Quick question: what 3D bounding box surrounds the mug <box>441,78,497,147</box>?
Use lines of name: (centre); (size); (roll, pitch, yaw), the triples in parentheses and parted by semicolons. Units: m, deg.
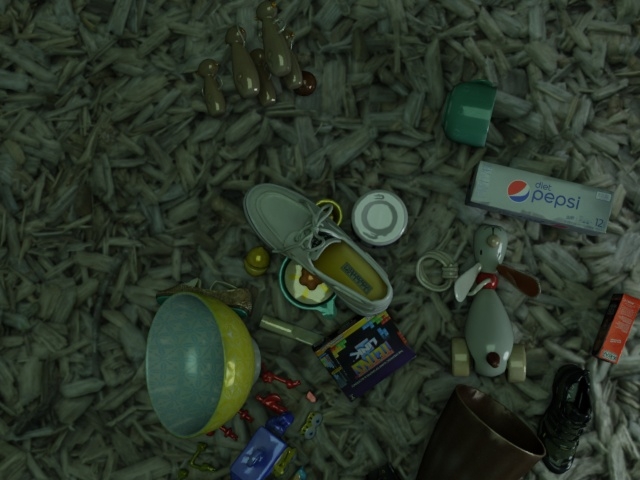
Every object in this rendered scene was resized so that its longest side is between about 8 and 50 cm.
mug: (0.309, -0.268, 1.958); (0.097, 0.158, 0.129); (12, 109, 8)

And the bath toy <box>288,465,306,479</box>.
bath toy: (0.052, 0.616, 1.894); (0.348, 0.151, 0.129); (41, 60, 1)

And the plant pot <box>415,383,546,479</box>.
plant pot: (0.294, 0.446, 1.873); (0.215, 0.215, 0.230); (35, 101, 3)

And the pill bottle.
pill bottle: (0.117, -0.039, 1.905); (0.112, 0.186, 0.112); (0, 86, 1)

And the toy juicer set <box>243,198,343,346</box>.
toy juicer set: (-0.057, 0.079, 1.949); (0.209, 0.089, 0.329); (0, 86, 1)

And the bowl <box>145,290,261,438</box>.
bowl: (-0.216, 0.247, 1.892); (0.156, 0.289, 0.289); (3, 84, -42)

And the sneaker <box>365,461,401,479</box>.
sneaker: (0.110, 0.525, 1.862); (0.083, 0.222, 0.118); (-34, 79, 23)

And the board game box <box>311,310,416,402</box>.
board game box: (0.090, 0.228, 1.935); (0.170, 0.048, 0.141); (-36, 105, -1)

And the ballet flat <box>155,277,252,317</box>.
ballet flat: (-0.241, 0.115, 1.966); (0.206, 0.073, 0.067); (9, 62, 6)

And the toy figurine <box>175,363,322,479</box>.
toy figurine: (-0.157, 0.429, 1.863); (0.191, 0.217, 0.362); (38, 87, 4)

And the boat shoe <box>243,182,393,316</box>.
boat shoe: (-0.005, 0.007, 1.838); (0.367, 0.156, 0.136); (44, 78, 6)

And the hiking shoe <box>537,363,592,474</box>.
hiking shoe: (0.499, 0.365, 1.904); (0.086, 0.114, 0.227); (10, 86, 2)

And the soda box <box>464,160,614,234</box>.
soda box: (0.452, -0.087, 1.946); (0.286, 0.098, 0.091); (13, 87, 2)

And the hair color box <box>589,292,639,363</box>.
hair color box: (0.610, 0.182, 1.937); (0.043, 0.072, 0.141); (22, 86, 2)

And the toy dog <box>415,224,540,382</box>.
toy dog: (0.340, 0.140, 1.900); (0.220, 0.161, 0.333); (-19, 86, 0)

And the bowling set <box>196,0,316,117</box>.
bowling set: (-0.113, -0.372, 1.966); (0.287, 0.200, 0.154); (-22, 78, 42)
